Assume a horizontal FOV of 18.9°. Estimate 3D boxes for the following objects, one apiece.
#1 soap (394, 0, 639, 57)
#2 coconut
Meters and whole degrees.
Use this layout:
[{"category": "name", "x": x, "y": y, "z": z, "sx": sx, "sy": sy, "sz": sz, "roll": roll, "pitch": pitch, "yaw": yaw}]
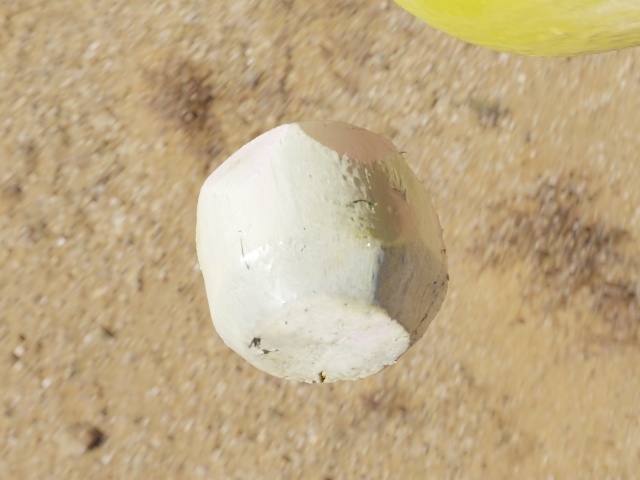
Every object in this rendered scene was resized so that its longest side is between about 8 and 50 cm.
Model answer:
[{"category": "soap", "x": 0.229, "y": -0.244, "z": 1.513, "sx": 0.427, "sy": 0.306, "sz": 0.115, "roll": -14, "pitch": 66, "yaw": 39}, {"category": "coconut", "x": 0.000, "y": 0.001, "z": 1.732, "sx": 0.227, "sy": 0.230, "sz": 0.227, "roll": -4, "pitch": 146, "yaw": -3}]
